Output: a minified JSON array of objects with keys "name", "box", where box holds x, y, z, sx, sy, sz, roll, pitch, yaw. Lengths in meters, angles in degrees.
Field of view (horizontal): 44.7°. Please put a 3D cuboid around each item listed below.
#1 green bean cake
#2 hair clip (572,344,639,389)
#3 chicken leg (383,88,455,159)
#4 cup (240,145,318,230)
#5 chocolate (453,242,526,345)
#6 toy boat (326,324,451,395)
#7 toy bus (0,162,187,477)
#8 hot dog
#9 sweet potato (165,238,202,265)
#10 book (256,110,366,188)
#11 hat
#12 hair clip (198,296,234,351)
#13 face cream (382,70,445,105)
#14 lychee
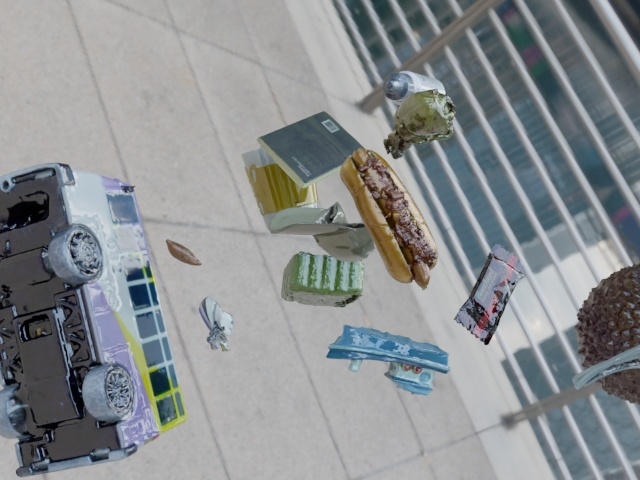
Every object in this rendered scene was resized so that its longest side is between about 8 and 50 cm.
[{"name":"green bean cake","box":[0.003,0.104,2.014,0.214,0.200,0.113,117,-23,-74]},{"name":"hair clip","box":[0.373,0.163,0.973,0.039,0.115,0.030,64,16,0]},{"name":"chicken leg","box":[0.175,-0.202,1.377,0.088,0.103,0.227,62,-15,10]},{"name":"cup","box":[-0.087,-0.151,2.024,0.185,0.241,0.226,-15,97,-21]},{"name":"chocolate","box":[0.303,0.092,1.367,0.086,0.028,0.182,39,67,-8]},{"name":"toy boat","box":[0.121,0.224,1.452,0.238,0.098,0.109,17,1,-18]},{"name":"toy bus","box":[-0.377,0.112,1.221,0.249,0.209,0.439,-8,83,-70]},{"name":"hot dog","box":[0.118,-0.037,1.237,0.102,0.076,0.249,-22,83,-34]},{"name":"sweet potato","box":[-0.303,0.030,1.710,0.095,0.034,0.034,36,30,-4]},{"name":"book","box":[-0.015,-0.213,1.784,0.160,0.024,0.228,47,47,15]},{"name":"hat","box":[0.000,0.000,1.484,0.166,0.173,0.144,-136,-154,-67]},{"name":"hair clip","box":[-0.229,0.182,1.746,0.172,0.049,0.116,-108,173,-65]},{"name":"face cream","box":[0.237,-0.392,2.033,0.092,0.092,0.311,62,27,7]},{"name":"lychee","box":[0.550,0.164,1.287,0.271,0.271,0.271,40,33,-32]}]
